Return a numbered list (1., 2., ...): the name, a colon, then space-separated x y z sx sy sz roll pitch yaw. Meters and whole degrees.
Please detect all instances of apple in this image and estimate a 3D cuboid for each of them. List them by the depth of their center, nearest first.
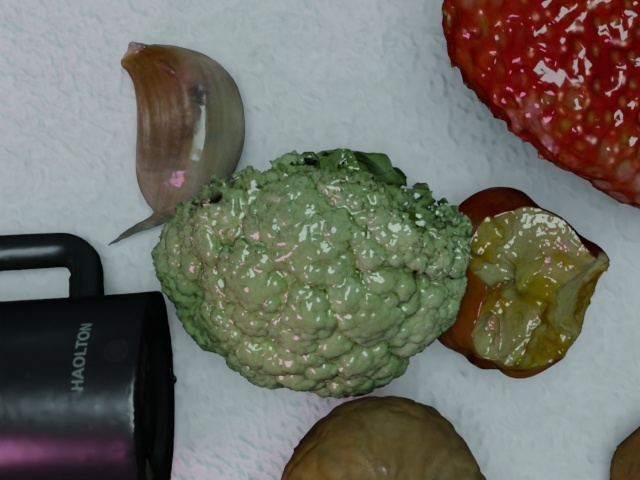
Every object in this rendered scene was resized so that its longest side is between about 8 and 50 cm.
1. apple: 0.173 0.042 1.276 0.156 0.147 0.158 35 92 -36

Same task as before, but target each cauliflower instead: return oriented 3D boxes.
1. cauliflower: 0.000 0.000 1.241 0.275 0.272 0.250 24 48 0

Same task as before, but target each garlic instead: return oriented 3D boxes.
1. garlic: -0.140 -0.091 1.327 0.129 0.090 0.198 3 92 16

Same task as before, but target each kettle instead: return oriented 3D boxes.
1. kettle: -0.297 0.121 1.249 0.308 0.203 0.262 -1 88 3

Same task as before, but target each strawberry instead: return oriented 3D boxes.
1. strawberry: 0.263 -0.172 1.239 0.312 0.267 0.351 -43 104 -32

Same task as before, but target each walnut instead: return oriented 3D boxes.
1. walnut: 0.056 0.249 1.222 0.228 0.228 0.227 0 86 1

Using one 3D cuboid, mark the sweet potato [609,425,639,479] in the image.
1. sweet potato: 0.400 0.173 1.289 0.292 0.097 0.097 -24 86 -2
